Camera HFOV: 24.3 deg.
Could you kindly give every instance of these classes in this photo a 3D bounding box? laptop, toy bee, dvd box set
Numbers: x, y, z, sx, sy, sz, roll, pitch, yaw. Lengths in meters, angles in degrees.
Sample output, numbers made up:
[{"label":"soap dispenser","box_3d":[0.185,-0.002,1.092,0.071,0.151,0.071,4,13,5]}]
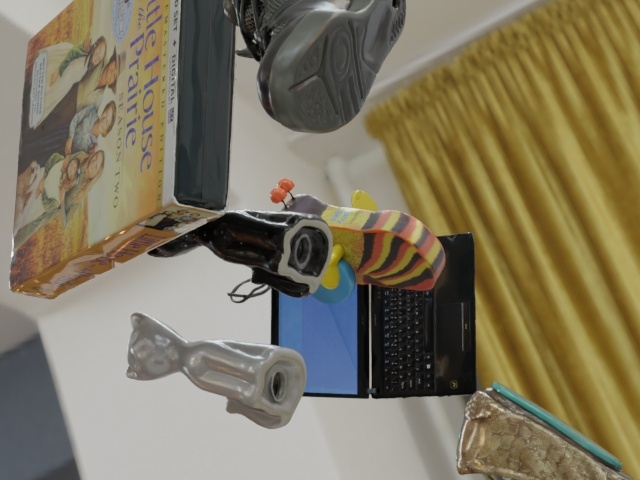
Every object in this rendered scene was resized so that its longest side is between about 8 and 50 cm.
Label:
[{"label":"laptop","box_3d":[0.075,0.105,2.115,0.264,0.234,0.136,-6,-11,30]},{"label":"toy bee","box_3d":[0.000,0.000,1.903,0.298,0.195,0.162,-15,-64,7]},{"label":"dvd box set","box_3d":[-0.209,-0.127,1.515,0.062,0.307,0.420,10,-17,-30]}]

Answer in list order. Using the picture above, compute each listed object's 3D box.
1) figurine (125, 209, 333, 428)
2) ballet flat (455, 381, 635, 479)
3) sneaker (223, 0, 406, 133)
[{"label":"figurine","box_3d":[-0.108,0.062,1.482,0.209,0.215,0.092,13,3,34]},{"label":"ballet flat","box_3d":[0.168,0.157,0.850,0.067,0.206,0.073,-61,-19,2]},{"label":"sneaker","box_3d":[-0.025,-0.142,1.052,0.130,0.227,0.087,2,-57,17]}]
